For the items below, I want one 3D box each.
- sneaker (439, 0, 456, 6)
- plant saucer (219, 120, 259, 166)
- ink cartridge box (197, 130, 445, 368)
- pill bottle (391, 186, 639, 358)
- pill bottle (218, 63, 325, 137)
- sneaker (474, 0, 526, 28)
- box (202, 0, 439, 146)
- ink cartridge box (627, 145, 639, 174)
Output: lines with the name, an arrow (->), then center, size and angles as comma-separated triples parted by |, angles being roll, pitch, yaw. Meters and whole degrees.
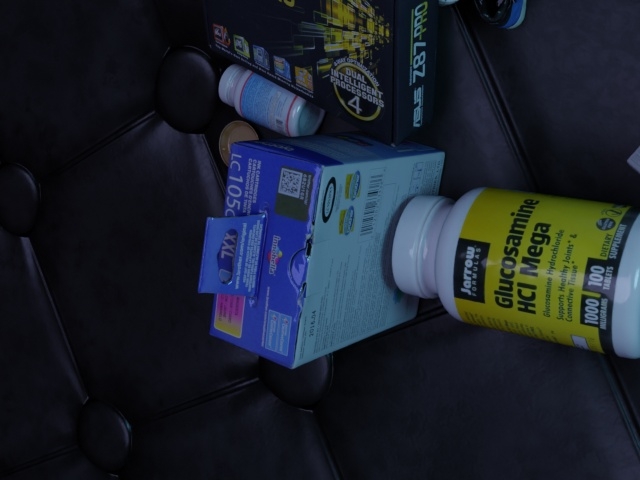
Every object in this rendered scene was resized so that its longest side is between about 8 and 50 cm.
sneaker -> 0.168, -0.441, 1.246 | 0.090, 0.145, 0.270 | 2, 106, -2
plant saucer -> -0.130, -0.155, 1.576 | 0.083, 0.015, 0.084 | 6, 101, 32
ink cartridge box -> 0.000, 0.000, 1.292 | 0.151, 0.395, 0.270 | 17, 107, 29
pill bottle -> 0.271, 0.031, 1.248 | 0.333, 0.188, 0.188 | 10, 104, 31
pill bottle -> -0.077, -0.220, 1.488 | 0.160, 0.087, 0.087 | 25, 111, 26
sneaker -> 0.239, -0.358, 1.263 | 0.058, 0.084, 0.152 | 9, 103, 31
box -> -0.013, -0.347, 1.322 | 0.395, 0.097, 0.318 | 34, 143, 31
ink cartridge box -> 0.467, -0.127, 1.141 | 0.045, 0.145, 0.179 | 35, 106, -24
